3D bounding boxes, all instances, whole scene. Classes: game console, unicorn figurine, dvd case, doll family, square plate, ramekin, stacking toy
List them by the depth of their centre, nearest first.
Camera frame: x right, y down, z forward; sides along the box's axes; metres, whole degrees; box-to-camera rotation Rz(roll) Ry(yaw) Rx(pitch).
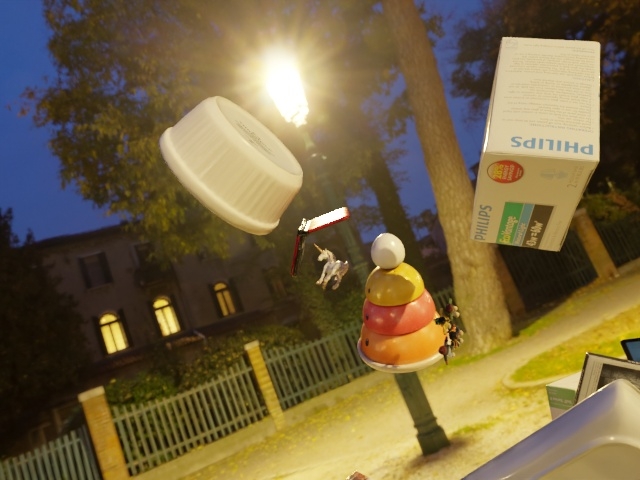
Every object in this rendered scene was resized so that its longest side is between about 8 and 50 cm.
[{"bbox_3d":[0.448,0.422,0.805,0.347,0.344,0.049,-49,0,29],"label":"square plate"},{"bbox_3d":[0.000,0.000,0.963,0.085,0.124,0.144,10,10,0],"label":"game console"},{"bbox_3d":[-0.151,-0.147,0.976,0.127,0.273,0.272,-45,-18,16],"label":"ramekin"},{"bbox_3d":[0.656,0.340,1.082,0.238,0.180,0.029,10,12,13],"label":"dvd case"},{"bbox_3d":[0.745,0.289,1.220,0.107,0.071,0.122,-51,-1,-20],"label":"game console"},{"bbox_3d":[0.028,0.081,1.502,0.161,0.111,0.060,9,-25,46],"label":"unicorn figurine"},{"bbox_3d":[0.388,0.277,1.595,0.075,0.193,0.111,-16,-18,19],"label":"doll family"},{"bbox_3d":[0.269,0.196,1.895,0.350,0.481,0.351,-11,19,4],"label":"stacking toy"}]

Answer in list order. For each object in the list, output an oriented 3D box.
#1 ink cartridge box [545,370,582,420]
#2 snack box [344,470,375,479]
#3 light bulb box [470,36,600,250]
[{"bbox_3d":[0.855,0.616,1.666,0.207,0.354,0.119,-8,-3,-28],"label":"ink cartridge box"},{"bbox_3d":[0.039,0.479,0.950,0.064,0.022,0.178,11,15,37],"label":"snack box"},{"bbox_3d":[0.507,-0.224,1.266,0.225,0.361,0.358,8,-29,15],"label":"light bulb box"}]
